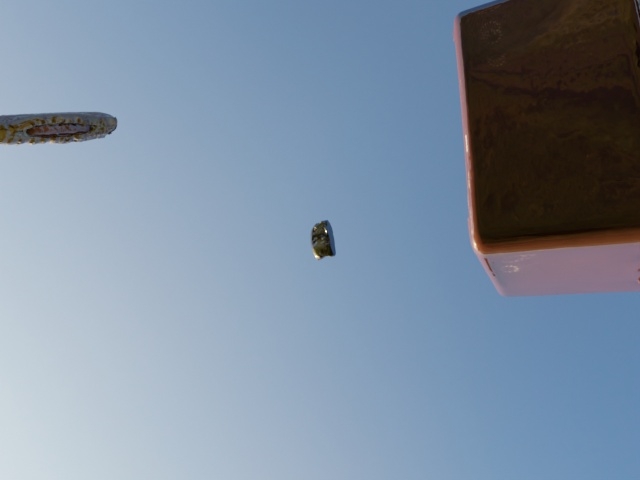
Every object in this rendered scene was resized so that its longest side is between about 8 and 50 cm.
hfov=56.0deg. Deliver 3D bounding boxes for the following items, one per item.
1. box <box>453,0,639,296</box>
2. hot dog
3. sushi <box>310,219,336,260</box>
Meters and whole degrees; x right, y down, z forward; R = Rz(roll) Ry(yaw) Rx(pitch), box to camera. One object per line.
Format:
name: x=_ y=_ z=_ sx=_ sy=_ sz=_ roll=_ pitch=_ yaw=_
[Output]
box: x=0.222 y=-0.089 z=0.542 sx=0.168 sy=0.193 sz=0.294 roll=-8 pitch=-113 yaw=21
hot dog: x=-0.559 y=-0.236 z=1.260 sx=0.083 sy=0.289 sz=0.068 roll=17 pitch=-67 yaw=33
sushi: x=0.000 y=0.000 z=1.200 sx=0.046 sy=0.083 sz=0.044 roll=-17 pitch=-35 yaw=16
